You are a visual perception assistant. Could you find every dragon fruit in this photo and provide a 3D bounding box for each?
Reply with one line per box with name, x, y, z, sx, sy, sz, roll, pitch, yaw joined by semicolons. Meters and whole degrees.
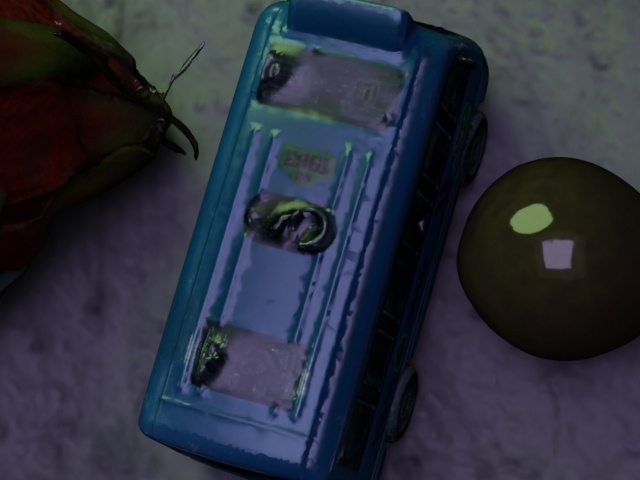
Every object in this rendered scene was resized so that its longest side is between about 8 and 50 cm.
dragon fruit;-0.204;-0.074;0.977;0.293;0.234;0.234;-12;73;-21

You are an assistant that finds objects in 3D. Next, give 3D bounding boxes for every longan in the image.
longan;0.125;0.005;0.925;0.106;0.106;0.119;25;43;17

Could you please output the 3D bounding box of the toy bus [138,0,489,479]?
toy bus;0.000;0.000;0.930;0.113;0.134;0.246;14;83;16
